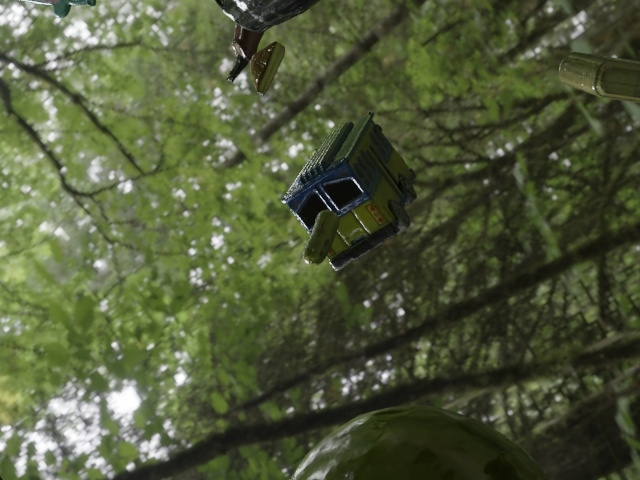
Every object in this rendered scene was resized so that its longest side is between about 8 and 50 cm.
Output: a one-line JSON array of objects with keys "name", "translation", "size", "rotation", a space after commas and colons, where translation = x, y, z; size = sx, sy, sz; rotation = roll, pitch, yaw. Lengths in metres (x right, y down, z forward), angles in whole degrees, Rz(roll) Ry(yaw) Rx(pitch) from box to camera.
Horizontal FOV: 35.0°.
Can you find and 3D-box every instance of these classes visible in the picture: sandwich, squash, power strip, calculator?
[{"name": "sandwich", "translation": [-0.086, -0.267, 1.546], "size": [0.031, 0.083, 0.044], "rotation": [16, -165, -49]}, {"name": "squash", "translation": [0.000, 0.000, 1.099], "size": [0.027, 0.027, 0.083], "rotation": [43, -145, -18]}, {"name": "power strip", "translation": [0.525, -0.232, 1.539], "size": [0.388, 0.066, 0.092], "rotation": [0, -160, -32]}, {"name": "calculator", "translation": [-0.350, -0.340, 1.324], "size": [0.141, 0.094, 0.019], "rotation": [14, -162, 17]}]

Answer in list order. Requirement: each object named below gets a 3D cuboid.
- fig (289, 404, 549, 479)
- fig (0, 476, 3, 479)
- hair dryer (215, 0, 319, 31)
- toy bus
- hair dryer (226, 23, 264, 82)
[{"name": "fig", "translation": [0.114, 0.303, 1.006], "size": [0.316, 0.316, 0.316], "rotation": [33, -142, -31]}, {"name": "fig", "translation": [-0.247, 0.248, 0.753], "size": [0.128, 0.128, 0.150], "rotation": [29, -123, -35]}, {"name": "hair dryer", "translation": [-0.021, -0.168, 0.490], "size": [0.075, 0.195, 0.219], "rotation": [49, -147, 2]}, {"name": "toy bus", "translation": [0.058, -0.089, 1.716], "size": [0.175, 0.138, 0.287], "rotation": [52, -157, -12]}, {"name": "hair dryer", "translation": [-0.138, -0.454, 1.792], "size": [0.313, 0.340, 0.123], "rotation": [17, -176, -41]}]
